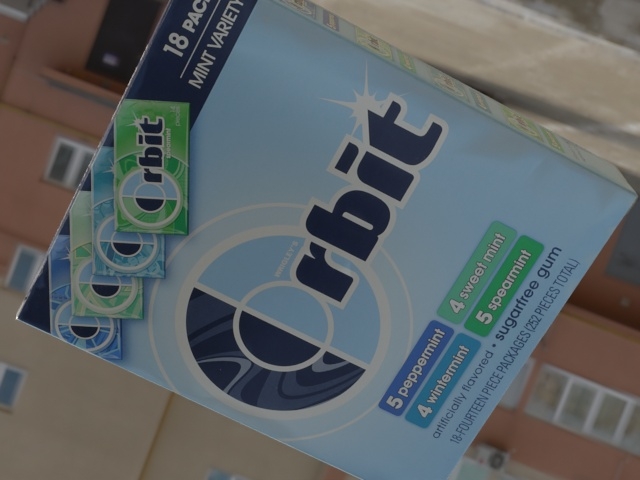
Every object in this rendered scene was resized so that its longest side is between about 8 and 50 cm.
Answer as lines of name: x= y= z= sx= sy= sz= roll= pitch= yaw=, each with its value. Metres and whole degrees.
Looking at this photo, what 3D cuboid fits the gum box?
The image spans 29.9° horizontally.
gum box: x=0.000 y=0.000 z=0.466 sx=0.184 sy=0.157 sz=0.041 roll=26 pitch=-161 yaw=-10
